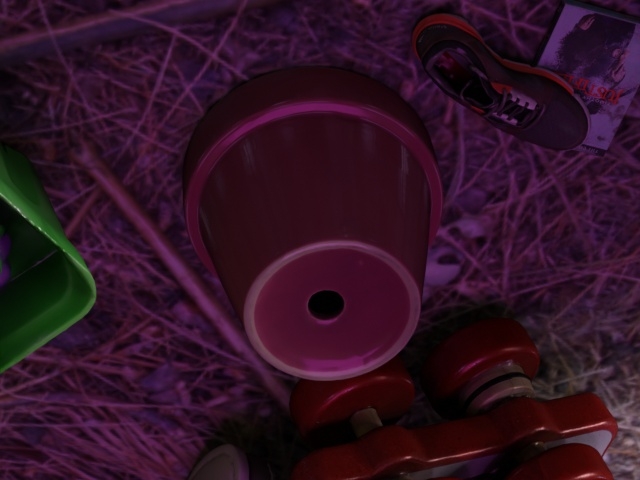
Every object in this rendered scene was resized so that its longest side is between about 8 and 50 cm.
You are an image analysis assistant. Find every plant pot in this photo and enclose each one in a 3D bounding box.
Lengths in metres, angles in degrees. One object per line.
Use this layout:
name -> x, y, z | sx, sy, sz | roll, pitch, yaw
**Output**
plant pot -> 0.000, 0.000, 1.462 | 0.201, 0.180, 0.201 | -3, 127, -5

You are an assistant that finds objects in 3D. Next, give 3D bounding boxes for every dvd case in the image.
dvd case -> 0.202, -0.123, 1.500 | 0.087, 0.013, 0.119 | 14, 124, -16

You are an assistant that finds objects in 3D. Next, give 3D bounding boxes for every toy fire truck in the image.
toy fire truck -> 0.087, 0.214, 1.613 | 0.302, 0.169, 0.254 | -9, 143, -29

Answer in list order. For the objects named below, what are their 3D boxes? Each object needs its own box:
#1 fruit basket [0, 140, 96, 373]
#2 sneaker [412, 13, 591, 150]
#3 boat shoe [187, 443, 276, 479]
fruit basket -> -0.351, 0.084, 1.370 | 0.392, 0.392, 0.283 | -33, 123, 17
sneaker -> 0.133, -0.105, 1.462 | 0.158, 0.065, 0.061 | 29, 120, -14
boat shoe -> -0.092, 0.293, 1.711 | 0.091, 0.109, 0.305 | 13, 129, -17
